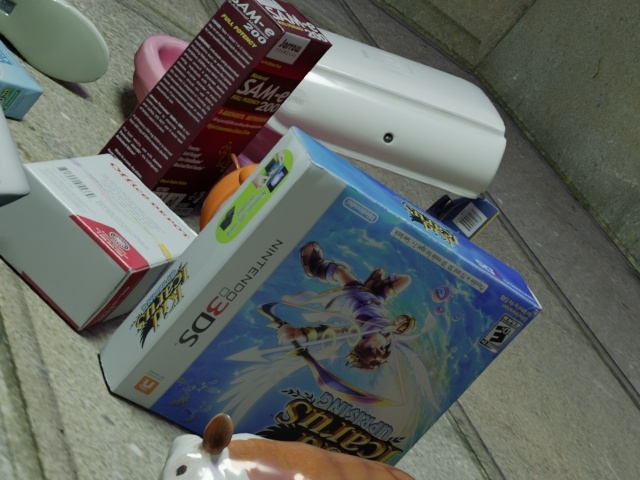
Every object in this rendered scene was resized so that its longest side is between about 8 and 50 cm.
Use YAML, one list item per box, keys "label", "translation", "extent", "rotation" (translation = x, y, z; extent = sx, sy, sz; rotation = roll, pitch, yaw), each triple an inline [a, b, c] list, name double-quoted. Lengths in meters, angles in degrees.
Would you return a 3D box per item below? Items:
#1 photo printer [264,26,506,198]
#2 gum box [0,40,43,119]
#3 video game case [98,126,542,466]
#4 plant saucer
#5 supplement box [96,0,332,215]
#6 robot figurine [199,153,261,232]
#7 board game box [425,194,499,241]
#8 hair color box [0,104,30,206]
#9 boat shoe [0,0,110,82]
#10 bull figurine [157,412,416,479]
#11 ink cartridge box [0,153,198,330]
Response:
- label: "photo printer"
  translation: [0.047, -0.164, 1.894]
  extent: [0.307, 0.107, 0.256]
  rotation: [18, 16, -9]
- label: "gum box"
  translation: [-0.367, -0.190, 1.517]
  extent: [0.157, 0.041, 0.184]
  rotation: [48, 17, 23]
- label: "video game case"
  translation: [0.003, 0.073, 1.301]
  extent: [0.269, 0.244, 0.061]
  rotation: [31, 19, -33]
- label: "plant saucer"
  translation: [-0.092, -0.100, 1.870]
  extent: [0.332, 0.084, 0.332]
  rotation: [39, 14, -12]
- label: "supplement box"
  translation: [-0.108, -0.134, 1.615]
  extent: [0.073, 0.239, 0.130]
  rotation: [45, 16, 16]
- label: "robot figurine"
  translation: [-0.041, 0.012, 1.600]
  extent: [0.158, 0.128, 0.219]
  rotation: [23, 24, -44]
- label: "board game box"
  translation: [0.117, 0.013, 1.949]
  extent: [0.060, 0.194, 0.194]
  rotation: [45, 0, -2]
- label: "hair color box"
  translation: [-0.349, -0.185, 1.122]
  extent: [0.374, 0.113, 0.185]
  rotation: [70, 18, 3]
- label: "boat shoe"
  translation: [-0.322, -0.255, 1.739]
  extent: [0.227, 0.079, 0.081]
  rotation: [33, 21, -18]
- label: "bull figurine"
  translation: [0.011, 0.219, 1.191]
  extent: [0.310, 0.101, 0.188]
  rotation: [14, 35, -56]
- label: "ink cartridge box"
  translation: [-0.189, -0.002, 1.366]
  extent: [0.127, 0.072, 0.175]
  rotation: [43, 15, 8]
